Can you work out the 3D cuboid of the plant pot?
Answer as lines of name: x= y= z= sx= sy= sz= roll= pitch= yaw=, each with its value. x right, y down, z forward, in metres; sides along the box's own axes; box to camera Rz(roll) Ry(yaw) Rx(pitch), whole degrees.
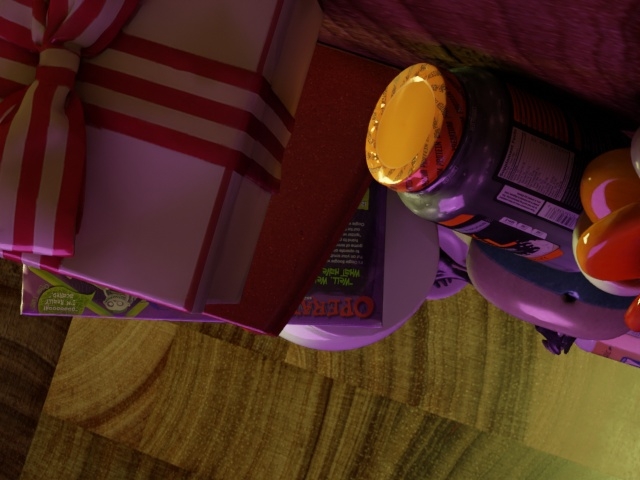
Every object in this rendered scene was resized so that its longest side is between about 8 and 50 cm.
plant pot: x=-0.089 y=-0.054 z=1.362 sx=0.267 sy=0.236 sz=0.267 roll=18 pitch=177 yaw=-1

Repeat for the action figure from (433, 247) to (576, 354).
action figure: x=0.256 y=0.035 z=1.762 sx=0.275 sy=0.164 sz=0.141 roll=22 pitch=178 yaw=36

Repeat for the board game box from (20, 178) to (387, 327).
board game box: x=-0.109 y=-0.024 z=1.528 sx=0.346 sy=0.208 sz=0.056 roll=3 pitch=176 yaw=-4

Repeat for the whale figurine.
whale figurine: x=0.233 y=-0.015 z=1.523 sx=0.216 sy=0.141 sz=0.272 roll=18 pitch=-158 yaw=-3

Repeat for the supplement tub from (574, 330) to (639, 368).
supplement tub: x=0.387 y=0.080 z=1.906 sx=0.199 sy=0.144 sz=0.144 roll=18 pitch=177 yaw=7

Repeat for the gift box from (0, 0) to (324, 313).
gift box: x=-0.159 y=-0.087 z=0.995 sx=0.276 sy=0.255 sz=0.258 roll=12 pitch=179 yaw=4

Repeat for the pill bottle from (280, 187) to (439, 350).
pill bottle: x=0.000 y=0.000 z=1.772 sx=0.229 sy=0.229 sz=0.407 roll=18 pitch=180 yaw=-11

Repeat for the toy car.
toy car: x=0.254 y=0.012 z=1.048 sx=0.182 sy=0.136 sz=0.159 roll=18 pitch=143 yaw=-3

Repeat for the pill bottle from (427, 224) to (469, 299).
pill bottle: x=0.133 y=-0.004 z=2.022 sx=0.112 sy=0.112 sz=0.187 roll=18 pitch=-166 yaw=-10

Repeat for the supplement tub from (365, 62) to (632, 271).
supplement tub: x=0.134 y=-0.055 z=1.153 sx=0.190 sy=0.117 sz=0.117 roll=20 pitch=177 yaw=-31
